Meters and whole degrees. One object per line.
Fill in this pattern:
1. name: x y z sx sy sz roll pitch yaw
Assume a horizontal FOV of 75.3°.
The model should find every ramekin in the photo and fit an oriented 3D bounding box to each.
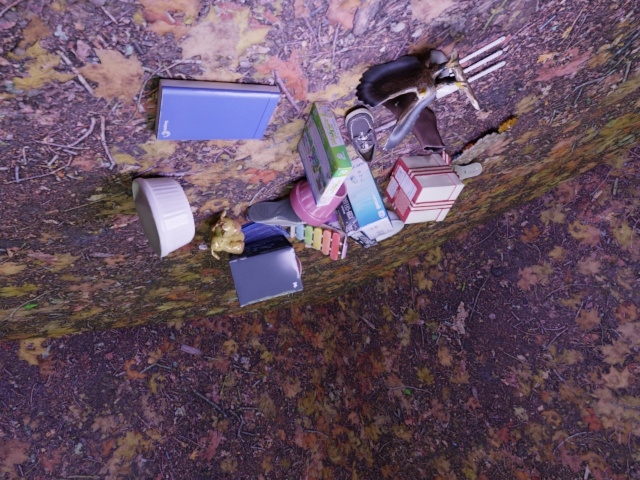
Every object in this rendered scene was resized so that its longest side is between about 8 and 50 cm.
1. ramekin: -0.530 -0.090 1.411 0.127 0.273 0.273 -22 166 -30

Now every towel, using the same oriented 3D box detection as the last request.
1. towel: -0.316 -0.025 2.132 0.243 0.040 0.336 -21 162 12

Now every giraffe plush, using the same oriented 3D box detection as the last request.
1. giraffe plush: -0.416 -0.039 1.813 0.210 0.181 0.171 -25 158 -42

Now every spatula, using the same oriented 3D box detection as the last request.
1. spatula: 0.491 -0.568 1.375 0.241 0.019 0.168 -25 155 17

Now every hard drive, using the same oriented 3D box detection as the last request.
1. hard drive: -0.295 -0.362 1.180 0.318 0.040 0.210 -8 159 -28

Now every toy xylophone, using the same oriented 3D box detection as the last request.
1. toy xylophone: 0.000 0.000 2.137 0.322 0.081 0.236 17 140 20

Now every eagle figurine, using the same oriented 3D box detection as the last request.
1. eagle figurine: 0.277 -0.435 1.223 0.298 0.227 0.225 -22 168 26

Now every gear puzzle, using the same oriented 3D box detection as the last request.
1. gear puzzle: 0.740 -0.454 1.888 0.175 0.044 0.339 -13 163 -36

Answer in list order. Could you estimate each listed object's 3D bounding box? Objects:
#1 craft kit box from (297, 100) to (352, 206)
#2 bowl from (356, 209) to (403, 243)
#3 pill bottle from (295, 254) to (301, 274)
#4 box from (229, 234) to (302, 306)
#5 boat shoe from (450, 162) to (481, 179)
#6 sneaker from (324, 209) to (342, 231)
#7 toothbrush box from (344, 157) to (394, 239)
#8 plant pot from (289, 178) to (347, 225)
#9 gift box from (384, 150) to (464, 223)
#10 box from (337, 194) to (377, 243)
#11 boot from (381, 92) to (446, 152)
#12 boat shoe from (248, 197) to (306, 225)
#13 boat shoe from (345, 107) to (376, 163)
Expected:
1. craft kit box: 0.005 -0.280 1.371 0.060 0.250 0.247 -12 162 -19
2. bowl: 0.314 -0.098 2.363 0.297 0.134 0.298 -17 162 -6
3. pill bottle: -0.296 0.164 2.421 0.210 0.211 0.362 -29 158 31
4. box: -0.273 0.129 1.996 0.293 0.212 0.395 -14 -168 -10
5. boat shoe: 0.690 -0.347 2.092 0.232 0.084 0.079 -9 -165 -12
6. sneaker: 0.060 -0.042 2.248 0.102 0.161 0.282 -18 163 -6
7. toothbrush box: 0.198 -0.177 1.773 0.126 0.296 0.216 -21 162 12
8. plant pot: 0.004 -0.186 1.705 0.201 0.202 0.180 0 156 -43
9. gift box: 0.473 -0.258 1.894 0.257 0.277 0.255 -6 145 -23
10. box: 0.172 -0.110 2.026 0.076 0.243 0.307 -24 162 16
11. boot: 0.312 -0.400 1.378 0.248 0.207 0.090 -2 156 -40
12. boat shoe: -0.155 -0.118 1.845 0.319 0.118 0.103 -4 169 4
13. boat shoe: 0.158 -0.371 1.499 0.102 0.093 0.285 -20 162 5
